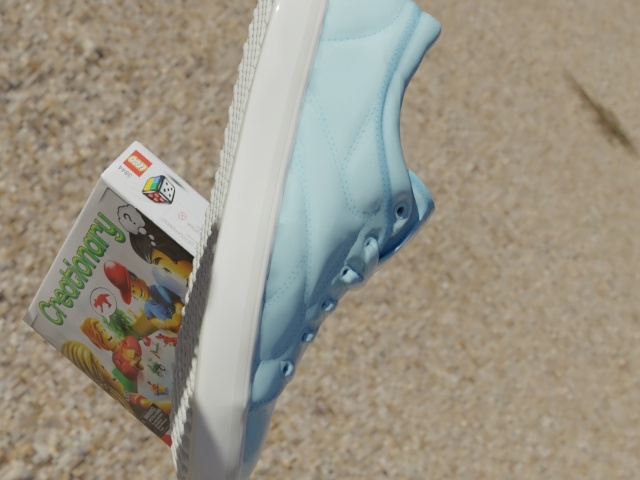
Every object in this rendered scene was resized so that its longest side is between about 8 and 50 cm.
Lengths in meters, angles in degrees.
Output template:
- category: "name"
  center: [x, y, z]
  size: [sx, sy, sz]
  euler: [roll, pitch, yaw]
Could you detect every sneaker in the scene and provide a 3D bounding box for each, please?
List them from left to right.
- category: "sneaker"
  center: [0.000, 0.000, 0.934]
  size: [0.150, 0.366, 0.135]
  euler: [13, -1, -10]

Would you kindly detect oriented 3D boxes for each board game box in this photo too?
- category: "board game box"
  center: [-0.141, 0.059, 1.234]
  size: [0.193, 0.305, 0.053]
  euler: [41, 56, 0]
